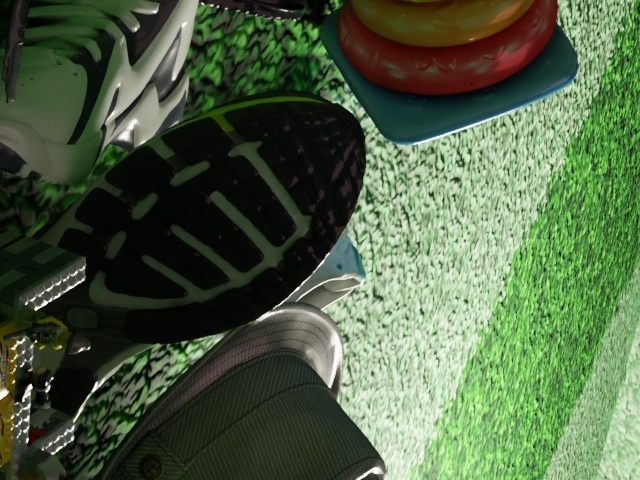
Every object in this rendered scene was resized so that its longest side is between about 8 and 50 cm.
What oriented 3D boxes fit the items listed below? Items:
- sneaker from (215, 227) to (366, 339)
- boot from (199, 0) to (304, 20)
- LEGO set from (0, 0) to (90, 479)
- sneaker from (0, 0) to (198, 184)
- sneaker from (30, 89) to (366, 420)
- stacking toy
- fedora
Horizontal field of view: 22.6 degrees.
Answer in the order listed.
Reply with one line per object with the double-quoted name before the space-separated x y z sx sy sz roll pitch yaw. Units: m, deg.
"sneaker" 0.000 0.000 1.251 0.212 0.094 0.080 -62 156 -22
"boot" -0.047 -0.193 0.999 0.121 0.045 0.099 4 106 -43
"LEGO set" -0.199 -0.001 0.622 0.255 0.192 0.331 -26 131 -62
"sneaker" -0.128 -0.118 0.839 0.235 0.094 0.153 -16 121 -65
"sneaker" -0.101 0.006 0.859 0.111 0.300 0.121 52 23 -16
"stacking toy" 0.075 -0.234 1.109 0.165 0.175 0.302 -22 135 -8
"fedora" -0.047 0.191 1.145 0.275 0.124 0.244 -45 151 -7
